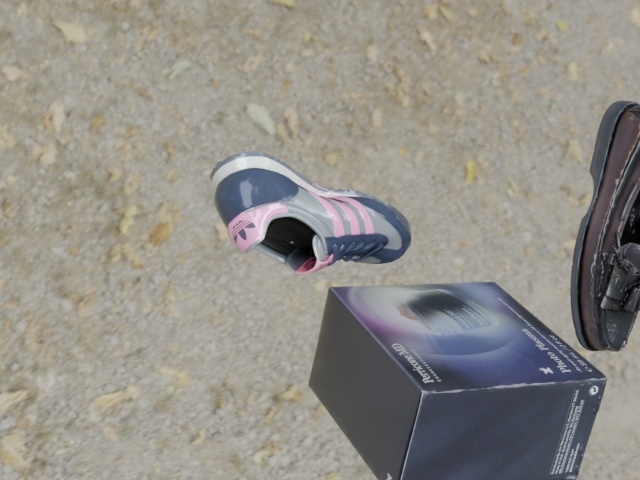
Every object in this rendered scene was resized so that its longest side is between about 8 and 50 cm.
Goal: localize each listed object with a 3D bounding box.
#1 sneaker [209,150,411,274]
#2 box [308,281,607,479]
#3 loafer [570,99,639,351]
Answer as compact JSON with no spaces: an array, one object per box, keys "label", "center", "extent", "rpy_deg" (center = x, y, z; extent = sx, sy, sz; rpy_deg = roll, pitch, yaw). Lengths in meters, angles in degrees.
[{"label":"sneaker","center":[0.000,0.000,1.316],"extent":[0.319,0.112,0.131],"rpy_deg":[17,45,-38]},{"label":"box","center":[0.182,0.197,1.472],"extent":[0.294,0.296,0.182],"rpy_deg":[-1,115,-26]},{"label":"loafer","center":[0.364,-0.011,1.223],"extent":[0.109,0.095,0.302],"rpy_deg":[2,96,-43]}]
